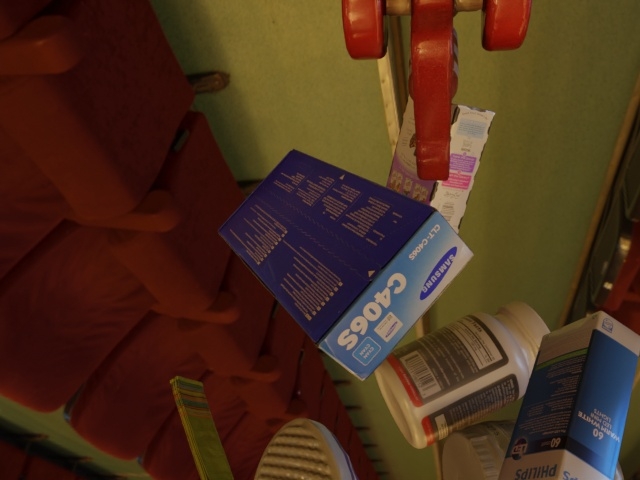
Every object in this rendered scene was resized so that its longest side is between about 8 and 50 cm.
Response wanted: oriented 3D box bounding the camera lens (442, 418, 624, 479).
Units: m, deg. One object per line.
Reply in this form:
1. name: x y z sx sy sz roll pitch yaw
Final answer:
1. camera lens: 0.396 0.448 0.993 0.274 0.219 0.219 -2 145 -12

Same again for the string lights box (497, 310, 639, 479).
1. string lights box: 0.348 0.238 0.739 0.076 0.260 0.133 33 149 0

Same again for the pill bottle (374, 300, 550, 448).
1. pill bottle: 0.321 0.287 1.172 0.362 0.210 0.210 -23 142 -8

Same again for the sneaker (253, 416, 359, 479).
1. sneaker: 0.040 0.278 0.391 0.102 0.282 0.161 -39 134 20

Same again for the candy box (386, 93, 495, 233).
1. candy box: 0.185 -0.132 0.869 0.070 0.165 0.196 6 110 -20

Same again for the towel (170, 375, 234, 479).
1. towel: -0.239 0.391 1.085 0.021 0.237 0.102 -36 149 10

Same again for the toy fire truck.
1. toy fire truck: 0.127 -0.253 0.605 0.169 0.302 0.254 0 152 11

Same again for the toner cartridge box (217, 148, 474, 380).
1. toner cartridge box: 0.000 0.000 0.626 0.165 0.348 0.075 -49 121 -2
